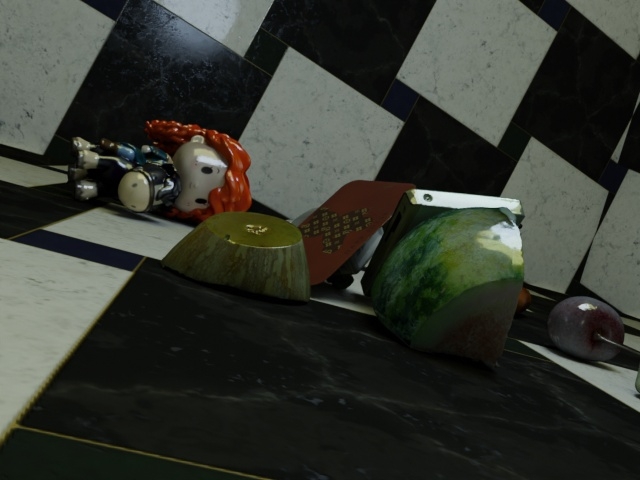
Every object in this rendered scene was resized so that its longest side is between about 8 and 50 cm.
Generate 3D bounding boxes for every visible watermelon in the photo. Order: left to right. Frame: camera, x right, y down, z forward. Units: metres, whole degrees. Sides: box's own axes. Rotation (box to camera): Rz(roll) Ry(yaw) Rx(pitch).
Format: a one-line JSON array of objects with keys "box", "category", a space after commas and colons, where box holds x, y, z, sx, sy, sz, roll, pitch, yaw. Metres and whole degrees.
[{"box": [0.187, 0.050, 0.986, 0.224, 0.180, 0.305, -25, 12, 13], "category": "watermelon"}]

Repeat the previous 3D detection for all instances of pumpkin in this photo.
[{"box": [-0.104, 0.014, 0.979, 0.217, 0.110, 0.217, 20, 8, -3], "category": "pumpkin"}]

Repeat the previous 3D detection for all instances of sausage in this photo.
[{"box": [0.467, 0.143, 1.686, 0.076, 0.076, 0.197, 18, 3, 24], "category": "sausage"}]

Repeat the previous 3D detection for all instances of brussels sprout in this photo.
[{"box": [0.034, 0.067, 1.243, 0.051, 0.046, 0.083, 23, 12, -17], "category": "brussels sprout"}]

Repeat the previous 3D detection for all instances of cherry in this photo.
[{"box": [0.488, 0.170, 1.232, 0.188, 0.115, 0.148, 23, -36, -10], "category": "cherry"}]

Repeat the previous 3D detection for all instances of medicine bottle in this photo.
[{"box": [0.000, 0.000, 1.240, 0.189, 0.088, 0.132, -5, 30, 35], "category": "medicine bottle"}]

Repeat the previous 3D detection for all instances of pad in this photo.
[{"box": [0.026, -0.021, 1.151, 0.181, 0.267, 0.004, 11, -45, 48], "category": "pad"}]

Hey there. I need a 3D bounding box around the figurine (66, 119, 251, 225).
[{"box": [-0.352, -0.147, 1.545, 0.306, 0.241, 0.412, 8, 9, 33], "category": "figurine"}]

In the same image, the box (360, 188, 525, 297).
[{"box": [0.197, 0.016, 1.155, 0.211, 0.045, 0.270, 4, -36, -10], "category": "box"}]

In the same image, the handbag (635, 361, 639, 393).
[{"box": [0.562, 0.095, 0.940, 0.109, 0.315, 0.241, 10, 6, -40], "category": "handbag"}]
